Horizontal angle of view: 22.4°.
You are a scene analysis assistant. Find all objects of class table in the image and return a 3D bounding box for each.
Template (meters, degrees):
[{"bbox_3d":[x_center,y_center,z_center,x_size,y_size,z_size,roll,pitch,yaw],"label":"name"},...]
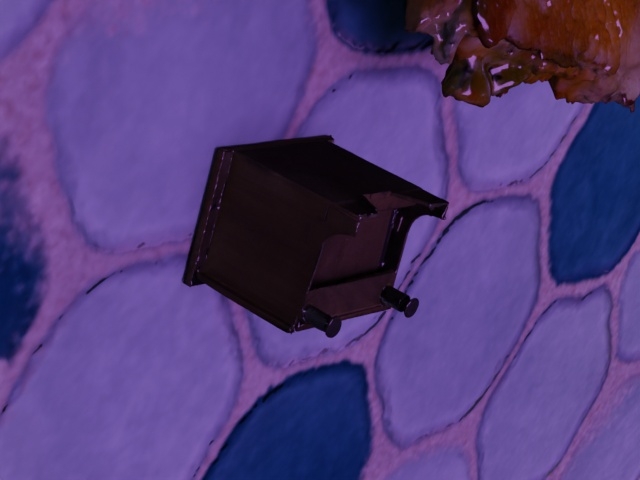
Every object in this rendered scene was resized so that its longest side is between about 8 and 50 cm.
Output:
[{"bbox_3d":[0.000,0.000,0.755,0.083,0.082,0.070,-10,121,-51],"label":"table"}]

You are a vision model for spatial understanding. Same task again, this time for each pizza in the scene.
[{"bbox_3d":[0.105,-0.139,0.818,0.226,0.069,0.147,-4,96,-57],"label":"pizza"}]
